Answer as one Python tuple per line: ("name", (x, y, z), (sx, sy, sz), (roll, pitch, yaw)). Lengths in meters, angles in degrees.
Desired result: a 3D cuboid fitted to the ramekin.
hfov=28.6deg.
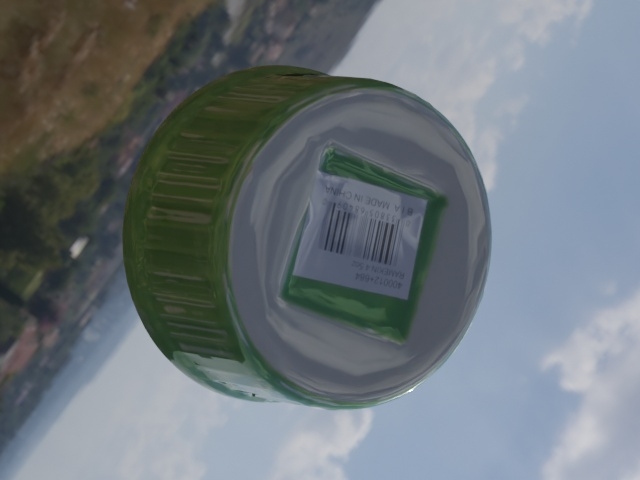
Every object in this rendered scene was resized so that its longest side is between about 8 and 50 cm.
("ramekin", (0.000, 0.000, 1.066), (0.303, 0.303, 0.148), (-55, -152, -16))
